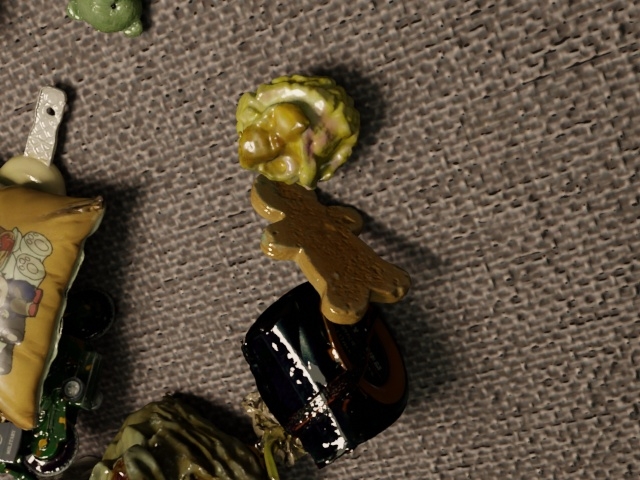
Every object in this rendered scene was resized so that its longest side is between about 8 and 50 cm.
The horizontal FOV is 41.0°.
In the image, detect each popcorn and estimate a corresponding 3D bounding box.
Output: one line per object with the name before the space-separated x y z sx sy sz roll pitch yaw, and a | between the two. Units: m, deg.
popcorn | -0.026 -0.130 0.990 0.145 0.126 0.125 7 138 -8

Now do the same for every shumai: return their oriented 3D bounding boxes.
shumai | -0.205 0.334 1.125 0.256 0.218 0.189 24 110 32

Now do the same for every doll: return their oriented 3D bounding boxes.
doll | -0.248 -0.323 1.020 0.115 0.077 0.150 16 101 -1

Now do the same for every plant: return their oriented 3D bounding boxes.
plant | -0.065 0.263 1.141 0.116 0.122 0.104 35 126 -5

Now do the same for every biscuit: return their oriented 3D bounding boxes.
biscuit | 0.000 0.000 1.011 0.234 0.153 0.030 46 131 26

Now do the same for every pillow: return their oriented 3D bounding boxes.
pillow | -0.449 0.054 1.086 0.312 0.119 0.310 16 89 16

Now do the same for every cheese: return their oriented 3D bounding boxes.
cheese | -0.384 -0.088 1.147 0.127 0.054 0.251 23 113 4

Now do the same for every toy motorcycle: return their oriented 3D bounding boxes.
toy motorcycle | -0.392 0.187 1.163 0.187 0.124 0.274 5 68 9

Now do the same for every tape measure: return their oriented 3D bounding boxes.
tape measure | 0.008 0.150 1.020 0.135 0.223 0.202 -36 82 25

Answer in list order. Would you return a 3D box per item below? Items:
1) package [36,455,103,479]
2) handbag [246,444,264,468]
package | -0.388 0.345 1.208 0.166 0.232 0.040 -10 86 14
handbag | -0.123 0.321 1.225 0.083 0.027 0.061 1 112 21
